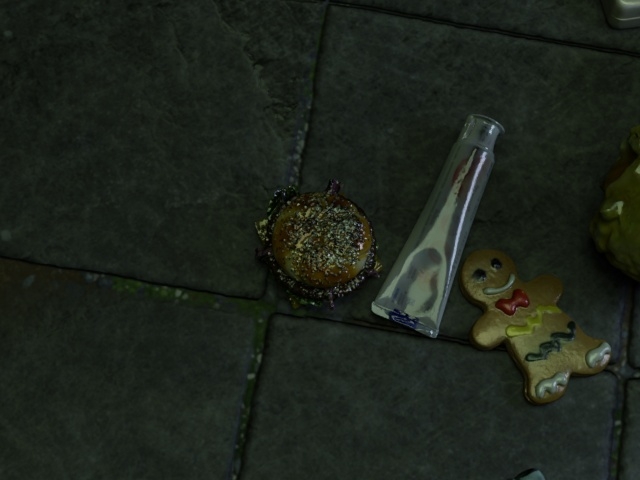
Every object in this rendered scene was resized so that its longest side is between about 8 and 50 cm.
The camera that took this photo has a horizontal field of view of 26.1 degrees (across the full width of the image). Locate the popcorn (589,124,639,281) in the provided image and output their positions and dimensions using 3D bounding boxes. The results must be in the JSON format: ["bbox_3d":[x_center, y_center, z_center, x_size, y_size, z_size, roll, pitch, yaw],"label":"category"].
[{"bbox_3d":[0.481,-0.056,1.877,0.249,0.225,0.249,-9,67,21],"label":"popcorn"}]

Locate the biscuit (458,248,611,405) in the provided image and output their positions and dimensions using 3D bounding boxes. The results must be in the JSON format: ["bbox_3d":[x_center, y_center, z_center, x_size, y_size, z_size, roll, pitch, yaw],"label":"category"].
[{"bbox_3d":[0.282,0.108,1.906,0.158,0.035,0.240,-36,74,-17],"label":"biscuit"}]

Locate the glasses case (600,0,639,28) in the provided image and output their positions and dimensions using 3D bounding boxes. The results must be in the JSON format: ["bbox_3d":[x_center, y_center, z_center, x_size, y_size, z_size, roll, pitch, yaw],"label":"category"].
[{"bbox_3d":[0.474,-0.480,2.131,0.131,0.070,0.313,-8,69,-6],"label":"glasses case"}]

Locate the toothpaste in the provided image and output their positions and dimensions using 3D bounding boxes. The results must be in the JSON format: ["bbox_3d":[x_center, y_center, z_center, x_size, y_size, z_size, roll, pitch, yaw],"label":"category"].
[{"bbox_3d":[0.175,-0.025,1.942,0.100,0.066,0.323,24,73,2],"label":"toothpaste"}]

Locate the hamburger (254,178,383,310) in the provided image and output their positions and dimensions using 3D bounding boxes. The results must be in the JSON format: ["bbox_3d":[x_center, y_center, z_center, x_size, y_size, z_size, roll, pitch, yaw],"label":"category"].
[{"bbox_3d":[-0.004,-0.002,1.905,0.164,0.093,0.189,-35,72,-14],"label":"hamburger"}]

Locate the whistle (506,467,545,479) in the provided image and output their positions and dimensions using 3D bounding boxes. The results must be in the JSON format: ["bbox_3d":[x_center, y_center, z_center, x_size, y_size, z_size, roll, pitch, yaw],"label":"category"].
[{"bbox_3d":[0.357,0.466,1.694,0.404,0.168,0.188,35,70,16],"label":"whistle"}]
